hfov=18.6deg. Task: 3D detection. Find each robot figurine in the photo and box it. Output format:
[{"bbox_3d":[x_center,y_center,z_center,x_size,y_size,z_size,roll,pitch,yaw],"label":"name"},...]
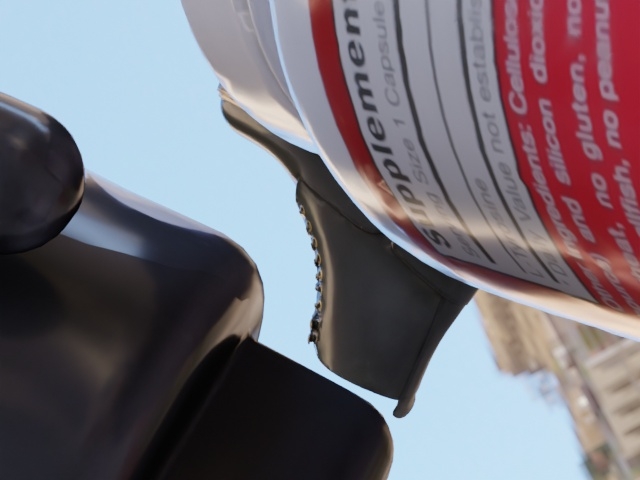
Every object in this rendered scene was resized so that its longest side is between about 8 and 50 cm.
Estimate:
[{"bbox_3d":[-0.126,0.047,0.541,0.209,0.278,0.173,-65,-6,7],"label":"robot figurine"}]

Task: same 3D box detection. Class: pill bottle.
[{"bbox_3d":[0.132,-0.076,0.525,0.229,0.407,0.229,-8,-75,-33],"label":"pill bottle"}]

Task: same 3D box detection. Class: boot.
[{"bbox_3d":[0.000,0.000,1.135,0.077,0.198,0.137,-4,-57,-59],"label":"boot"}]
